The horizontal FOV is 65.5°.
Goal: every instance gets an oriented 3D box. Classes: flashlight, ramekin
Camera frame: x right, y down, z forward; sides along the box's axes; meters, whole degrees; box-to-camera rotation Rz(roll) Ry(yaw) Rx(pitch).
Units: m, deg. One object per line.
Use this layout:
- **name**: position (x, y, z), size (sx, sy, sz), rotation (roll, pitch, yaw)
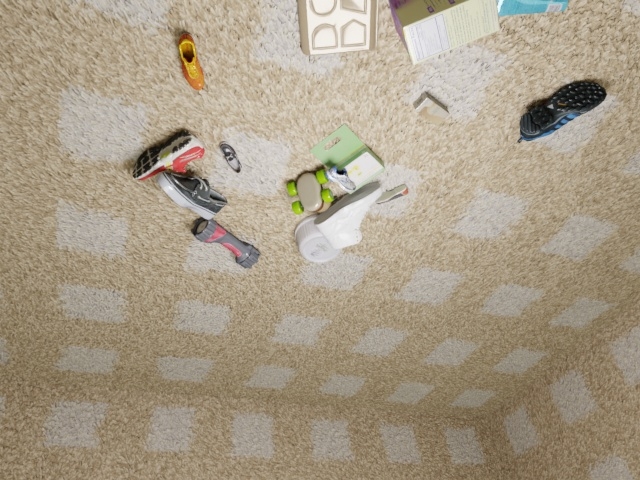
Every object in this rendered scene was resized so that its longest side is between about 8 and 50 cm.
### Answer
- **flashlight**: position (-0.382, 0.018, 2.021), size (0.103, 0.103, 0.304), rotation (-5, 145, 37)
- **ramekin**: position (0.000, 0.000, 2.051), size (0.207, 0.109, 0.207), rotation (-5, 137, -4)

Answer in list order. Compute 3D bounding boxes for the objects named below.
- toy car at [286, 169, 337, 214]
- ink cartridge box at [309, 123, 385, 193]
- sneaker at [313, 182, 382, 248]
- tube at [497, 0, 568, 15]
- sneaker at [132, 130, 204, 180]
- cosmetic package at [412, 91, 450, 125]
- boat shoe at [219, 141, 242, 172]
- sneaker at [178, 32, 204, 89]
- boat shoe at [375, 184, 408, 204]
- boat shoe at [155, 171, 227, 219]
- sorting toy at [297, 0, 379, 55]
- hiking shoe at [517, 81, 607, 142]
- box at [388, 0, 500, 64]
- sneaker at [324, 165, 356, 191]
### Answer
- **toy car**: position (-0.010, -0.166, 1.891), size (0.155, 0.148, 0.188), rotation (-20, 164, 21)
- **ink cartridge box**: position (0.099, -0.289, 1.804), size (0.171, 0.056, 0.235), rotation (-33, 133, 25)
- **sneaker**: position (0.137, -0.087, 1.929), size (0.293, 0.108, 0.169), rotation (-33, 117, 2)
- **tube**: position (0.613, -0.697, 1.460), size (0.207, 0.052, 0.080), rotation (-1, 132, 0)
- **sneaker**: position (-0.519, -0.264, 1.705), size (0.279, 0.107, 0.118), rotation (-22, 146, 18)
- **cosmetic package**: position (0.376, -0.445, 1.688), size (0.115, 0.041, 0.060), rotation (23, 128, -29)
- **boat shoe**: position (-0.314, -0.289, 1.750), size (0.046, 0.038, 0.125), rotation (-16, 136, 8)
- **sneaker**: position (-0.387, -0.520, 1.476), size (0.064, 0.067, 0.175), rotation (-9, 138, -1)
- **boat shoe**: position (0.281, -0.173, 1.959), size (0.137, 0.049, 0.043), rotation (-25, 136, 11)
- **boat shoe**: position (-0.448, -0.180, 1.764), size (0.119, 0.121, 0.335), rotation (-39, 159, 6)
- **sorting toy**: position (0.049, -0.679, 1.401), size (0.229, 0.041, 0.307), rotation (-3, 136, 1)
- **hiking shoe**: position (0.829, -0.449, 1.733), size (0.304, 0.113, 0.132), rotation (-23, 165, 7)
- **box**: position (0.333, -0.624, 1.368), size (0.243, 0.213, 0.117), rotation (-19, 135, 11)
- **sneaker**: position (0.083, -0.223, 1.795), size (0.135, 0.052, 0.058), rotation (27, 123, -30)
